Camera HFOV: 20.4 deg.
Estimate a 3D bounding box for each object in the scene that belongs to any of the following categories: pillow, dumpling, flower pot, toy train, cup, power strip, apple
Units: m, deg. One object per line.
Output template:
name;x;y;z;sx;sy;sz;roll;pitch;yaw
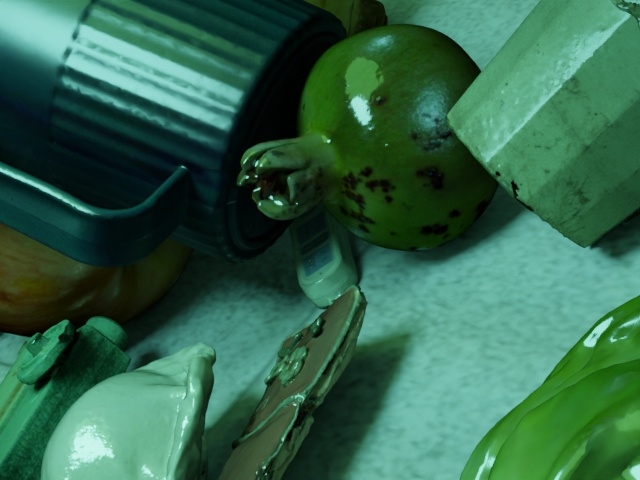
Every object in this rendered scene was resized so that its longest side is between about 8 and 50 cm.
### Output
pillow;-0.035;0.138;1.302;0.126;0.043;0.232;-48;9;51
dumpling;-0.138;0.170;1.332;0.151;0.124;0.229;1;58;59
flower pot;0.214;-0.105;1.262;0.202;0.212;0.212;-48;24;12
toy train;-0.258;0.189;1.499;0.177;0.116;0.285;-30;26;47
cup;-0.159;-0.131;1.480;0.308;0.292;0.242;-13;-55;-69
power strip;0.000;0.000;1.531;0.047;0.030;0.191;-33;27;11
apple;-0.254;0.010;1.639;0.251;0.163;0.293;25;21;28

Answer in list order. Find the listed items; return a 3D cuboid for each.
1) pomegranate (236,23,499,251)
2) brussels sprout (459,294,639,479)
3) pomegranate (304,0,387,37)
pomegranate;0.040;-0.085;1.406;0.179;0.210;0.179;-172;90;-76
brussels sprout;0.210;0.131;0.816;0.328;0.247;0.328;-34;26;19
pomegranate;-0.103;-0.234;1.761;0.307;0.307;0.307;-31;27;18
